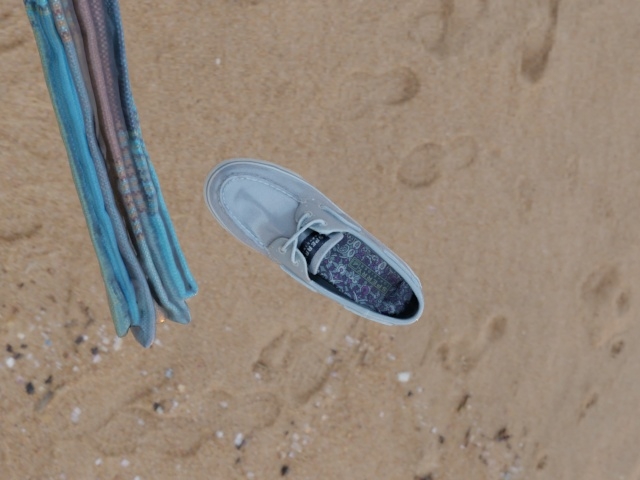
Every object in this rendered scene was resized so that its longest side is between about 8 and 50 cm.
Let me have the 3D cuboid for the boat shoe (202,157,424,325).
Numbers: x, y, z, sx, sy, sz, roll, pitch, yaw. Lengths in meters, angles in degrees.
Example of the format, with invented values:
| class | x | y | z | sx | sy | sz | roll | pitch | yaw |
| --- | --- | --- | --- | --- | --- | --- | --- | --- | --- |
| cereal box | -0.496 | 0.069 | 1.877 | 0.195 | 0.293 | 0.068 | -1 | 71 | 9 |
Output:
| class | x | y | z | sx | sy | sz | roll | pitch | yaw |
| --- | --- | --- | --- | --- | --- | --- | --- | --- | --- |
| boat shoe | 0.000 | 0.001 | 0.790 | 0.227 | 0.081 | 0.079 | 33 | 92 | -11 |

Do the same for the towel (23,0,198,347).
| class | x | y | z | sx | sy | sz | roll | pitch | yaw |
| --- | --- | --- | --- | --- | --- | --- | --- | --- | --- |
| towel | -0.135 | -0.157 | 0.452 | 0.040 | 0.370 | 0.271 | -14 | 123 | -13 |
